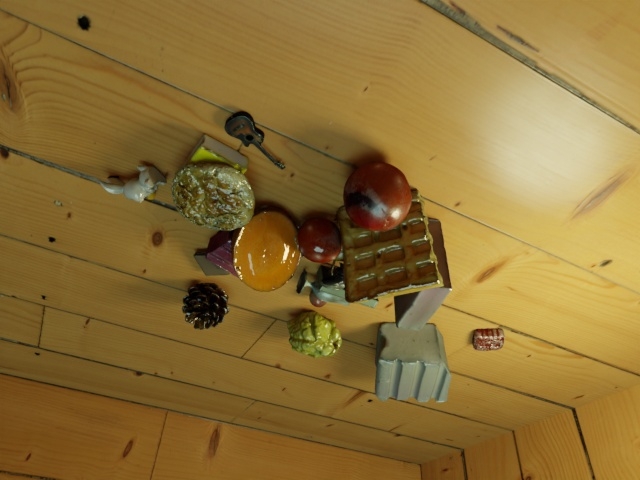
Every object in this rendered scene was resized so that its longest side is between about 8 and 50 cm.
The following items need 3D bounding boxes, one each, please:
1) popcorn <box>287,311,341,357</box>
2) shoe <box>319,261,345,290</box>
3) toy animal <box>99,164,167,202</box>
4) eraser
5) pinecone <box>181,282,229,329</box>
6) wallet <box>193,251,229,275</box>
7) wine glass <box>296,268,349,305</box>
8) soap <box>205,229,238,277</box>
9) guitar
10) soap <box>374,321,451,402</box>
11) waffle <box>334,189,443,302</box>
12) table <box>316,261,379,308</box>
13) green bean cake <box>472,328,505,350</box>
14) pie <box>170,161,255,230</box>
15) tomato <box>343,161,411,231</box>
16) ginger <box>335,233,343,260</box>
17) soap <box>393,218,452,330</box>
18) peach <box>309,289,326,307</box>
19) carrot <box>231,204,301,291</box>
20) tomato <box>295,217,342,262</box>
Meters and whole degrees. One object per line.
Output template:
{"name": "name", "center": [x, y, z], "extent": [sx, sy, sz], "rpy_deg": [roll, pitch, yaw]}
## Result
{"name": "popcorn", "center": [-0.031, 0.423, 2.157], "extent": [0.255, 0.194, 0.256], "rpy_deg": [12, 140, 6]}
{"name": "shoe", "center": [0.079, 0.125, 1.760], "extent": [0.169, 0.071, 0.099], "rpy_deg": [-4, 104, -17]}
{"name": "toy animal", "center": [-0.597, -0.180, 1.560], "extent": [0.182, 0.131, 0.127], "rpy_deg": [-23, 102, 19]}
{"name": "eraser", "center": [-0.341, -0.211, 1.500], "extent": [0.158, 0.069, 0.226], "rpy_deg": [28, 135, -24]}
{"name": "pinecone", "center": [-0.483, 0.282, 2.012], "extent": [0.208, 0.207, 0.207], "rpy_deg": [2, 140, 2]}
{"name": "wallet", "center": [-0.420, 0.090, 1.893], "extent": [0.118, 0.038, 0.152], "rpy_deg": [1, 144, 7]}
{"name": "wine glass", "center": [0.020, 0.192, 1.938], "extent": [0.222, 0.103, 0.103], "rpy_deg": [19, 138, -18]}
{"name": "soap", "center": [-0.291, 0.062, 1.802], "extent": [0.162, 0.099, 0.250], "rpy_deg": [-28, 130, 32]}
{"name": "guitar", "center": [-0.182, -0.286, 1.431], "extent": [0.088, 0.025, 0.233], "rpy_deg": [-24, 134, 29]}
{"name": "soap", "center": [0.432, 0.583, 2.286], "extent": [0.351, 0.212, 0.434], "rpy_deg": [1, 140, 8]}
{"name": "waffle", "center": [0.206, 0.019, 1.535], "extent": [0.305, 0.347, 0.077], "rpy_deg": [-14, 151, 19]}
{"name": "table", "center": [0.120, 0.154, 1.870], "extent": [0.240, 0.121, 0.111], "rpy_deg": [19, 118, -19]}
{"name": "green bean cake", "center": [0.776, 0.461, 2.233], "extent": [0.135, 0.056, 0.135], "rpy_deg": [-5, 140, 8]}
{"name": "pie", "center": [-0.328, -0.133, 1.498], "extent": [0.275, 0.055, 0.274], "rpy_deg": [2, 136, 2]}
{"name": "tomato", "center": [0.166, -0.127, 1.451], "extent": [0.208, 0.184, 0.207], "rpy_deg": [15, 127, 21]}
{"name": "ginger", "center": [0.144, 0.067, 1.801], "extent": [0.299, 0.065, 0.118], "rpy_deg": [25, 132, -26]}
{"name": "soap", "center": [0.335, 0.118, 1.671], "extent": [0.107, 0.296, 0.285], "rpy_deg": [10, 142, -8]}
{"name": "peach", "center": [-0.007, 0.238, 2.011], "extent": [0.083, 0.083, 0.083], "rpy_deg": [2, 140, 2]}
{"name": "carrot", "center": [-0.185, 0.027, 1.674], "extent": [0.259, 0.100, 0.306], "rpy_deg": [-10, 120, -21]}
{"name": "tomato", "center": [0.000, 0.000, 1.647], "extent": [0.168, 0.167, 0.167], "rpy_deg": [2, 140, 2]}
